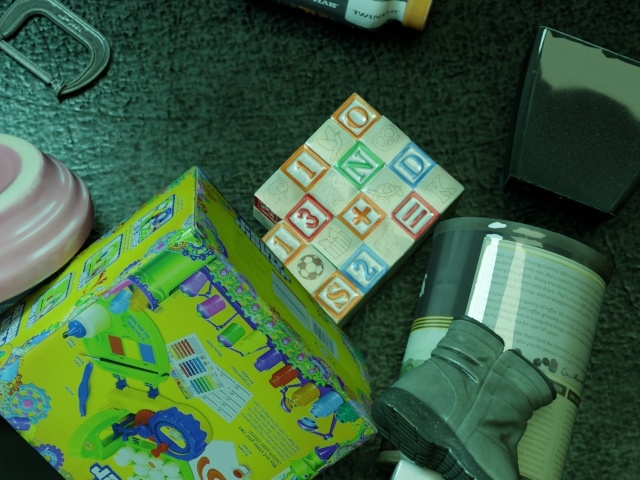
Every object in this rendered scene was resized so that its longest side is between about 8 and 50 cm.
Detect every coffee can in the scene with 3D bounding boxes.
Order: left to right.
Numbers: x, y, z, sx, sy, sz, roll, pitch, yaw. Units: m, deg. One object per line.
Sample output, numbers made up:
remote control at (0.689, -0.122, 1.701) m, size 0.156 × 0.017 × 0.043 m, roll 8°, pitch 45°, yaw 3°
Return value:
coffee can at (0.189, 0.137, 1.794) m, size 0.201 × 0.201 × 0.275 m, roll 15°, pitch 75°, yaw 2°

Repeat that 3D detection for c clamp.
c clamp at (-0.337, -0.224, 1.967) m, size 0.160 × 0.022 × 0.137 m, roll 31°, pitch 71°, yaw 8°

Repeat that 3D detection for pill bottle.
pill bottle at (0.020, -0.324, 1.947) m, size 0.245 × 0.130 × 0.130 m, roll 18°, pitch 75°, yaw 3°

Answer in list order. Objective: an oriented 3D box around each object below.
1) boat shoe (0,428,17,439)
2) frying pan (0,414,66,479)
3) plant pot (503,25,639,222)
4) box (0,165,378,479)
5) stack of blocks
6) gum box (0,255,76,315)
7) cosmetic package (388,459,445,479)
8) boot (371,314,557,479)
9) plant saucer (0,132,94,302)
boat shoe at (-0.260, 0.121, 1.839) m, size 0.305 × 0.091 × 0.109 m, roll -36°, pitch 79°, yaw -10°
frying pan at (-0.380, 0.219, 1.781) m, size 0.326 × 0.053 × 0.197 m, roll 37°, pitch 111°, yaw -4°
plant pot at (0.300, -0.120, 1.886) m, size 0.187 × 0.188 × 0.167 m, roll 21°, pitch 87°, yaw 3°
box at (-0.143, 0.136, 1.693) m, size 0.279 × 0.177 × 0.290 m, roll -36°, pitch 111°, yaw 11°
stack of blocks at (0.000, 0.000, 1.883) m, size 0.171 × 0.087 × 0.297 m, roll 42°, pitch 78°, yaw 9°
gum box at (-0.364, 0.036, 1.844) m, size 0.184 × 0.041 × 0.157 m, roll -11°, pitch 42°, yaw -6°
cosmetic package at (0.160, 0.338, 1.729) m, size 0.224 × 0.224 × 0.138 m, roll 19°, pitch 75°, yaw 3°
boot at (0.184, 0.191, 1.625) m, size 0.246 × 0.083 × 0.161 m, roll 45°, pitch 62°, yaw 11°
plant saucer at (-0.411, -0.026, 1.769) m, size 0.332 × 0.332 × 0.084 m, roll -12°, pitch 119°, yaw -5°
